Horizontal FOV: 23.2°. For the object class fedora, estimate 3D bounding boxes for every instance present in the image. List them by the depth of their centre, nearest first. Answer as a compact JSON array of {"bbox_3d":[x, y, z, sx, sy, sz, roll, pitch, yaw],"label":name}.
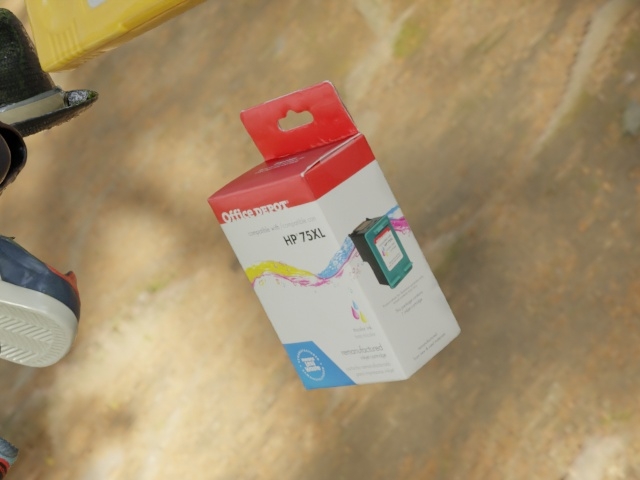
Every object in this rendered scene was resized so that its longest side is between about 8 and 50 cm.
[{"bbox_3d":[-0.435,-0.193,1.908,0.334,0.153,0.334,-15,11,3],"label":"fedora"}]

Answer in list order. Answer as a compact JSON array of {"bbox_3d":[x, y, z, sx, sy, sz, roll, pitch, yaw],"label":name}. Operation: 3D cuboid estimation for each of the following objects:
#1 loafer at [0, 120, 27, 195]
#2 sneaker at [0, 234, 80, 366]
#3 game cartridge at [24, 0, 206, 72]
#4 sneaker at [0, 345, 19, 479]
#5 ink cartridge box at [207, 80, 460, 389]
[{"bbox_3d":[-0.272,-0.071,1.166,0.095,0.109,0.302,-12,4,-9],"label":"loafer"},{"bbox_3d":[-0.459,0.034,1.912,0.131,0.350,0.148,-56,15,31],"label":"sneaker"},{"bbox_3d":[-0.197,-0.347,1.518,0.323,0.285,0.052,-20,-7,39],"label":"game cartridge"},{"bbox_3d":[-0.266,0.159,1.028,0.125,0.104,0.262,-8,67,13],"label":"sneaker"},{"bbox_3d":[0.000,0.000,1.251,0.078,0.231,0.134,-36,14,-37],"label":"ink cartridge box"}]
